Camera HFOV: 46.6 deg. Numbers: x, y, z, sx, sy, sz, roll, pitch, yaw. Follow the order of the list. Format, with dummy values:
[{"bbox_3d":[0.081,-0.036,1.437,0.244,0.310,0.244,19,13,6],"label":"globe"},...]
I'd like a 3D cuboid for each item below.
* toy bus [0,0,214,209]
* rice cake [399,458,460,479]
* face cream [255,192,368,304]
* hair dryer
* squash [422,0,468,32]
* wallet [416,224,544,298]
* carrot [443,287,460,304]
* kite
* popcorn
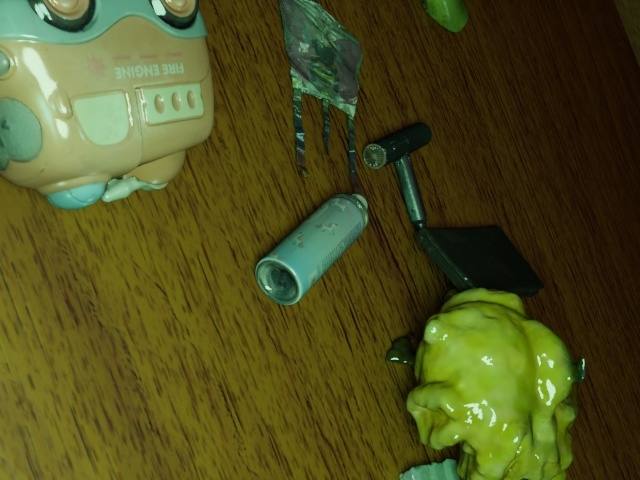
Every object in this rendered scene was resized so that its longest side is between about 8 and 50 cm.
[{"bbox_3d":[-0.244,-0.155,0.785,0.287,0.194,0.232,-25,105,-49],"label":"toy bus"},{"bbox_3d":[0.173,0.442,1.066,0.127,0.043,0.237,6,69,-45],"label":"rice cake"},{"bbox_3d":[0.000,0.000,1.046,0.075,0.075,0.229,58,42,-11],"label":"face cream"},{"bbox_3d":[0.164,-0.098,1.288,0.173,0.050,0.195,-32,102,-47],"label":"hair dryer"},{"bbox_3d":[0.242,-0.502,1.516,0.200,0.075,0.090,28,71,-63],"label":"squash"},{"bbox_3d":[0.292,0.040,1.312,0.309,0.042,0.165,-2,52,-54],"label":"wallet"},{"bbox_3d":[0.282,0.113,1.310,0.186,0.060,0.060,6,70,-43],"label":"carrot"},{"bbox_3d":[0.005,-0.239,1.193,0.204,0.022,0.361,23,54,-39],"label":"kite"},{"bbox_3d":[0.268,0.213,1.092,0.315,0.280,0.298,13,65,-39],"label":"popcorn"}]
